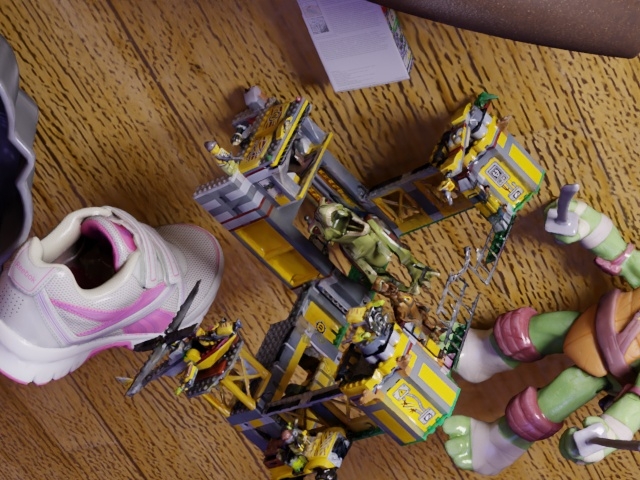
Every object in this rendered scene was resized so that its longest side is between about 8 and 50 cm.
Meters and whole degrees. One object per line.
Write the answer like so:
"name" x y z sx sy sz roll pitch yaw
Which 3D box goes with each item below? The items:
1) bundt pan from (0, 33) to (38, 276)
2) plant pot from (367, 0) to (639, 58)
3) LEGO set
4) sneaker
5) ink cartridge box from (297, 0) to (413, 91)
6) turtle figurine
"bundt pan" -0.372 -0.093 1.428 0.331 0.124 0.331 4 124 5
"plant pot" 0.122 -0.215 1.136 0.230 0.215 0.215 27 133 -2
"LEGO set" 0.000 0.000 1.343 0.192 0.331 0.255 44 147 -24
"sneaker" -0.160 0.028 1.448 0.103 0.252 0.111 41 126 19
"ink cartridge box" 0.022 -0.167 1.353 0.063 0.029 0.115 -9 129 21
"turtle figurine" 0.184 0.077 1.435 0.266 0.275 0.198 -31 85 39
